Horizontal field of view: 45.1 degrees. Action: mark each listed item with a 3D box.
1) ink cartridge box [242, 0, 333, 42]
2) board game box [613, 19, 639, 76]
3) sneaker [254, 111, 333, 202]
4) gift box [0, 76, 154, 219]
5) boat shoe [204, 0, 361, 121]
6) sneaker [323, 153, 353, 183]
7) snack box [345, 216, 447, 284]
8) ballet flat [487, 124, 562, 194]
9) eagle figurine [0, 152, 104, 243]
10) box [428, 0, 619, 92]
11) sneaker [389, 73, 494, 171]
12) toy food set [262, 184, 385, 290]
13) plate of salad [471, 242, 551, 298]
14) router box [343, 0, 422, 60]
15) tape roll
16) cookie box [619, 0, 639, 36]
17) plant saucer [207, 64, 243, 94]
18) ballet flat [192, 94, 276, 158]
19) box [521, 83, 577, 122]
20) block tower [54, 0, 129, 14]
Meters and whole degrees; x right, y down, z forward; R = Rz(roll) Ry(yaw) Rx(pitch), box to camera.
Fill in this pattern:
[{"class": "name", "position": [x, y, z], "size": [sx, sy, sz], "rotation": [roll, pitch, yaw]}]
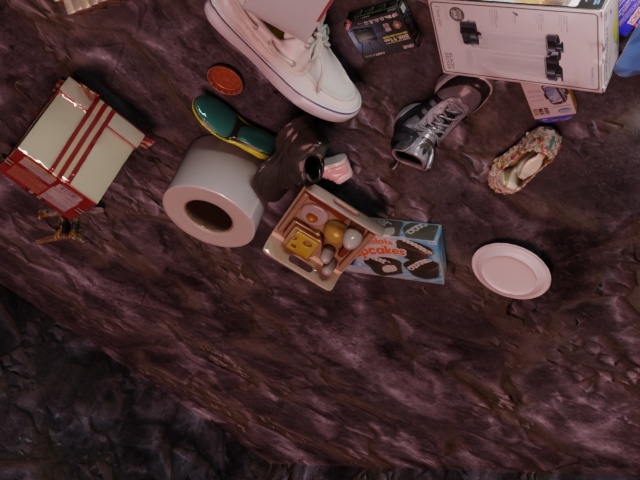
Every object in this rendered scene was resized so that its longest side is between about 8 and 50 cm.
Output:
[{"class": "ink cartridge box", "position": [-0.031, -0.457, 1.298], "size": [0.127, 0.176, 0.128], "rotation": [25, 148, -12]}, {"class": "board game box", "position": [0.536, -0.340, 1.247], "size": [0.133, 0.033, 0.169], "rotation": [-20, 150, -18]}, {"class": "sneaker", "position": [-0.062, -0.161, 1.766], "size": [0.130, 0.109, 0.286], "rotation": [49, 145, 11]}, {"class": "gift box", "position": [-0.583, -0.227, 1.868], "size": [0.255, 0.258, 0.276], "rotation": [40, 151, -28]}, {"class": "boat shoe", "position": [-0.039, -0.385, 1.471], "size": [0.367, 0.136, 0.156], "rotation": [41, 141, -13]}, {"class": "sneaker", "position": [0.016, -0.161, 1.830], "size": [0.134, 0.051, 0.070], "rotation": [-8, 133, 31]}, {"class": "snack box", "position": [0.162, 0.020, 2.010], "size": [0.321, 0.060, 0.187], "rotation": [7, 144, 21]}, {"class": "ballet flat", "position": [0.413, -0.150, 1.601], "size": [0.091, 0.077, 0.241], "rotation": [22, 148, -4]}, {"class": "eagle figurine", "position": [-0.763, -0.134, 2.223], "size": [0.226, 0.225, 0.298], "rotation": [-17, 112, -13]}, {"class": "box", "position": [0.339, -0.351, 1.281], "size": [0.290, 0.087, 0.169], "rotation": [15, 149, 31]}, {"class": "sneaker", "position": [0.231, -0.226, 1.517], "size": [0.101, 0.153, 0.268], "rotation": [33, 146, -20]}, {"class": "toy food set", "position": [0.000, 0.000, 1.937], "size": [0.219, 0.092, 0.306], "rotation": [31, 140, -7]}, {"class": "plate of salad", "position": [0.478, 0.072, 1.926], "size": [0.199, 0.048, 0.200], "rotation": [19, 141, 16]}, {"class": "router box", "position": [0.116, -0.393, 1.439], "size": [0.122, 0.038, 0.092], "rotation": [-5, 141, 34]}, {"class": "tape roll", "position": [-0.250, -0.121, 1.928], "size": [0.246, 0.169, 0.246], "rotation": [14, 147, 9]}, {"class": "cookie box", "position": [0.472, -0.391, 1.241], "size": [0.107, 0.040, 0.092], "rotation": [24, 149, -4]}, {"class": "plant saucer", "position": [-0.209, -0.356, 1.700], "size": [0.083, 0.013, 0.083], "rotation": [15, 148, 10]}, {"class": "ballet flat", "position": [-0.204, -0.255, 1.799], "size": [0.231, 0.077, 0.077], "rotation": [29, 163, -17]}, {"class": "box", "position": [0.430, -0.278, 1.448], "size": [0.081, 0.028, 0.136], "rotation": [-3, 143, 32]}, {"class": "block tower", "position": [-0.319, -0.494, 1.378], "size": [0.335, 0.097, 0.091], "rotation": [-13, 103, 19]}]
